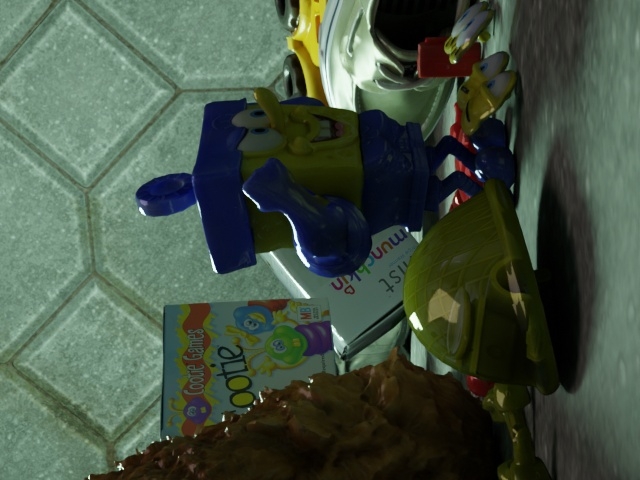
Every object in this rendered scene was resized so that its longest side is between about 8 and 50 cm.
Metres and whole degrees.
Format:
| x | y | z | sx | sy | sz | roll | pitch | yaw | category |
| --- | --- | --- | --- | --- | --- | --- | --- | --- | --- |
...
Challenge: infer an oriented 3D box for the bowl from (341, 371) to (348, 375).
| x | y | z | sx | sy | sz | roll | pitch | yaw | category |
| --- | --- | --- | --- | --- | --- | --- | --- | --- | --- |
| 0.027 | 0.243 | 1.428 | 0.298 | 0.134 | 0.298 | 47 | 176 | 5 | bowl |

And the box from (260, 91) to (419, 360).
| x | y | z | sx | sy | sz | roll | pitch | yaw | category |
| --- | --- | --- | --- | --- | --- | --- | --- | --- | --- |
| 0.000 | 0.000 | 1.341 | 0.231 | 0.127 | 0.262 | 51 | 175 | 8 | box |

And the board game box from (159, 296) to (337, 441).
| x | y | z | sx | sy | sz | roll | pitch | yaw | category |
| --- | --- | --- | --- | --- | --- | --- | --- | --- | --- |
| -0.057 | 0.195 | 1.115 | 0.275 | 0.142 | 0.144 | 90 | 177 | -45 | board game box |

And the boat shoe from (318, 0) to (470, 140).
| x | y | z | sx | sy | sz | roll | pitch | yaw | category |
| --- | --- | --- | --- | --- | --- | --- | --- | --- | --- |
| 0.055 | -0.158 | 0.918 | 0.302 | 0.109 | 0.094 | 92 | 176 | -50 | boat shoe |

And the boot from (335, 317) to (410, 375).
| x | y | z | sx | sy | sz | roll | pitch | yaw | category |
| --- | --- | --- | --- | --- | --- | --- | --- | --- | --- |
| 0.040 | 0.106 | 1.720 | 0.083 | 0.161 | 0.246 | -92 | 0 | -52 | boot |

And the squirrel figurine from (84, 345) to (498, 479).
| x | y | z | sx | sy | sz | roll | pitch | yaw | category |
| --- | --- | --- | --- | --- | --- | --- | --- | --- | --- |
| -0.068 | 0.230 | 0.870 | 0.397 | 0.370 | 0.281 | 88 | -179 | -49 | squirrel figurine |

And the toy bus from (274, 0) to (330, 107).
| x | y | z | sx | sy | sz | roll | pitch | yaw | category |
| --- | --- | --- | --- | --- | --- | --- | --- | --- | --- |
| 0.050 | -0.207 | 1.305 | 0.211 | 0.149 | 0.220 | -136 | 39 | -68 | toy bus |

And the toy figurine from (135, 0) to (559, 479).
| x | y | z | sx | sy | sz | roll | pitch | yaw | category |
| --- | --- | --- | --- | --- | --- | --- | --- | --- | --- |
| 0.002 | 0.002 | 0.722 | 0.362 | 0.217 | 0.191 | -90 | -2 | -60 | toy figurine |
